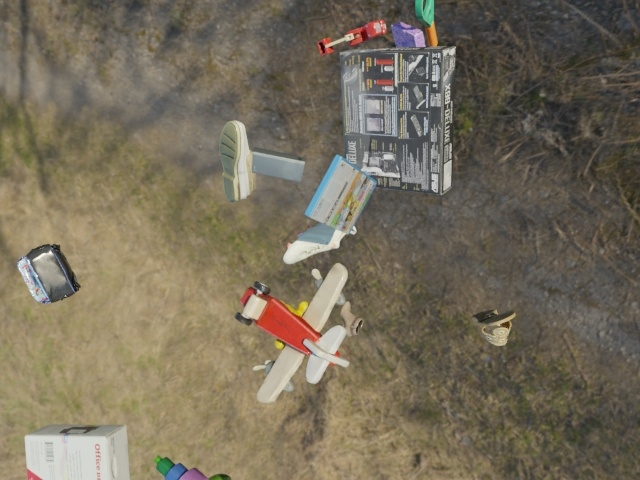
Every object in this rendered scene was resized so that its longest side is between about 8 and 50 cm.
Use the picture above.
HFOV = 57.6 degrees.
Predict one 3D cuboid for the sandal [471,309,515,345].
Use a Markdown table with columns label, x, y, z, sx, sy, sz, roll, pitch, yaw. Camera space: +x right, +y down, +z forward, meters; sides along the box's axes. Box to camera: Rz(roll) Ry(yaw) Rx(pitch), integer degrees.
| label | x | y | z | sx | sy | sz | roll | pitch | yaw |
| --- | --- | --- | --- | --- | --- | --- | --- | --- | --- |
| sandal | 0.450 | 0.227 | 1.482 | 0.240 | 0.088 | 0.079 | 77 | 173 | -86 |

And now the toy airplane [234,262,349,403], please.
| label | x | y | z | sx | sy | sz | roll | pitch | yaw |
| --- | --- | --- | --- | --- | --- | --- | --- | --- | --- |
| toy airplane | -0.057 | 0.294 | 1.861 | 0.385 | 0.272 | 0.385 | -18 | 69 | 17 |

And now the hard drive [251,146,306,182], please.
| label | x | y | z | sx | sy | sz | roll | pitch | yaw |
| --- | --- | --- | --- | --- | --- | --- | --- | --- | --- |
| hard drive | -0.110 | -0.196 | 1.510 | 0.135 | 0.022 | 0.094 | 11 | 152 | -3 |

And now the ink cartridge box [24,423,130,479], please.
| label | x | y | z | sx | sy | sz | roll | pitch | yaw |
| --- | --- | --- | --- | --- | --- | --- | --- | --- | --- |
| ink cartridge box | -0.454 | 0.418 | 1.094 | 0.175 | 0.072 | 0.128 | -4 | 90 | 13 |

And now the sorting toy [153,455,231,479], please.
| label | x | y | z | sx | sy | sz | roll | pitch | yaw |
| --- | --- | --- | --- | --- | --- | --- | --- | --- | --- |
| sorting toy | -0.261 | 0.499 | 1.175 | 0.126 | 0.127 | 0.366 | 33 | 154 | 22 |

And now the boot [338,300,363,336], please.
| label | x | y | z | sx | sy | sz | roll | pitch | yaw |
| --- | --- | --- | --- | --- | --- | --- | --- | --- | --- |
| boot | 0.104 | 0.259 | 1.918 | 0.086 | 0.042 | 0.119 | -1 | 68 | 44 |

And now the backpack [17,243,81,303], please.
| label | x | y | z | sx | sy | sz | roll | pitch | yaw |
| --- | --- | --- | --- | --- | --- | --- | --- | --- | --- |
| backpack | -0.739 | 0.091 | 1.591 | 0.158 | 0.116 | 0.173 | 66 | 159 | -9 |

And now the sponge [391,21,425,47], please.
| label | x | y | z | sx | sy | sz | roll | pitch | yaw |
| --- | --- | --- | --- | --- | --- | --- | --- | --- | --- |
| sponge | 0.254 | -0.483 | 1.594 | 0.117 | 0.031 | 0.210 | 48 | 164 | 48 |

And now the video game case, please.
| label | x | y | z | sx | sy | sz | roll | pitch | yaw |
| --- | --- | --- | --- | --- | --- | --- | --- | --- | --- |
| video game case | 0.042 | -0.080 | 1.076 | 0.015 | 0.166 | 0.119 | 30 | 95 | 29 |

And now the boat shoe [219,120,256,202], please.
| label | x | y | z | sx | sy | sz | roll | pitch | yaw |
| --- | --- | --- | --- | --- | --- | --- | --- | --- | --- |
| boat shoe | -0.281 | -0.281 | 2.029 | 0.113 | 0.103 | 0.303 | 38 | 136 | 35 |

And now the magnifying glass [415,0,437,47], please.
| label | x | y | z | sx | sy | sz | roll | pitch | yaw |
| --- | --- | --- | --- | --- | --- | --- | --- | --- | --- |
| magnifying glass | 0.280 | -0.580 | 1.513 | 0.026 | 0.092 | 0.231 | 15 | 167 | 20 |

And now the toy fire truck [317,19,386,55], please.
| label | x | y | z | sx | sy | sz | roll | pitch | yaw |
| --- | --- | --- | --- | --- | --- | --- | --- | --- | --- |
| toy fire truck | 0.099 | -0.644 | 1.850 | 0.192 | 0.135 | 0.047 | -5 | 108 | 45 |

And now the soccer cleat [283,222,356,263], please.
| label | x | y | z | sx | sy | sz | roll | pitch | yaw |
| --- | --- | --- | --- | --- | --- | --- | --- | --- | --- |
| soccer cleat | 0.000 | 0.000 | 1.308 | 0.076 | 0.196 | 0.068 | 44 | 149 | 15 |

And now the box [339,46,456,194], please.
| label | x | y | z | sx | sy | sz | roll | pitch | yaw |
| --- | --- | --- | --- | --- | --- | --- | --- | --- | --- |
| box | 0.169 | -0.265 | 1.290 | 0.242 | 0.076 | 0.308 | 9 | 115 | 31 |
